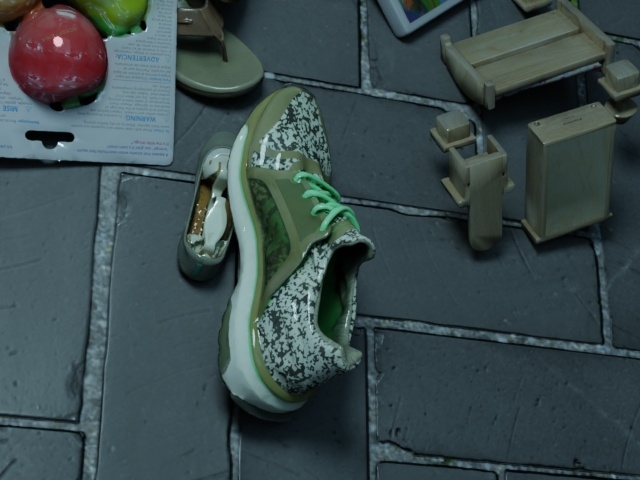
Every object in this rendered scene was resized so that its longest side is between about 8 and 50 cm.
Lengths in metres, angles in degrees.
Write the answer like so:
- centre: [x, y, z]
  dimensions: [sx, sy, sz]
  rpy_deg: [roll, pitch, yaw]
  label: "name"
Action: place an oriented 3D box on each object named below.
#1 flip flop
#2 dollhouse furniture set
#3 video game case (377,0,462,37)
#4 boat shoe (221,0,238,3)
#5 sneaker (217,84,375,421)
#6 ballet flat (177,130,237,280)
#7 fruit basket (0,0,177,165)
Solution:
- centre: [-0.179, -0.293, 1.742]
  dimensions: [0.112, 0.080, 0.277]
  rpy_deg: [-33, 80, -29]
  label: "flip flop"
- centre: [0.248, -0.173, 1.865]
  dimensions: [0.303, 0.174, 0.355]
  rpy_deg: [-18, 43, -13]
  label: "dollhouse furniture set"
- centre: [0.141, -0.493, 1.913]
  dimensions: [0.300, 0.036, 0.329]
  rpy_deg: [-35, 103, -29]
  label: "video game case"
- centre: [-0.127, -0.400, 1.781]
  dimensions: [0.089, 0.105, 0.285]
  rpy_deg: [9, 37, -1]
  label: "boat shoe"
- centre: [0.000, 0.000, 1.589]
  dimensions: [0.158, 0.182, 0.411]
  rpy_deg: [23, 60, -44]
  label: "sneaker"
- centre: [-0.121, -0.052, 1.657]
  dimensions: [0.072, 0.068, 0.213]
  rpy_deg: [17, 61, -10]
  label: "ballet flat"
- centre: [-0.326, -0.273, 1.628]
  dimensions: [0.327, 0.165, 0.353]
  rpy_deg: [1, 97, -26]
  label: "fruit basket"
